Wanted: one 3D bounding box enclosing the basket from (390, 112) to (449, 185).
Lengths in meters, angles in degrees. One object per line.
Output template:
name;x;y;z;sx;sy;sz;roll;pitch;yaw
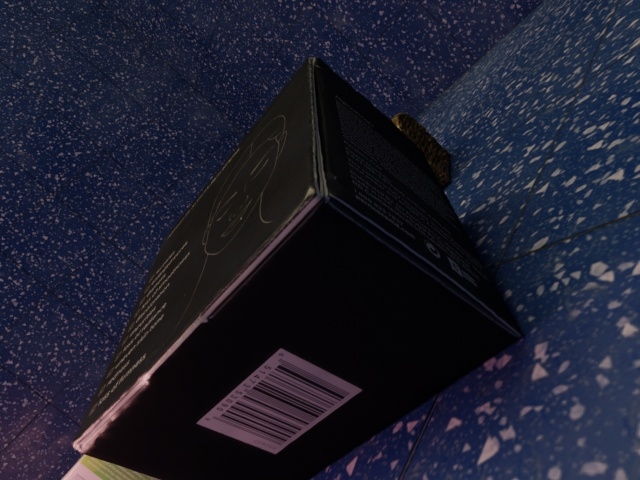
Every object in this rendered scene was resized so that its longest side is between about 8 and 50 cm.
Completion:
basket;0.212;-0.207;1.290;0.223;0.213;0.299;-43;8;29

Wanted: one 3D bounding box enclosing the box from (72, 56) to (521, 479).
box;-0.054;0.047;0.703;0.480;0.298;0.471;-44;27;25

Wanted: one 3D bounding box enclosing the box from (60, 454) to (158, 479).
box;-0.445;0.569;0.911;0.322;0.232;0.058;-48;8;-9
